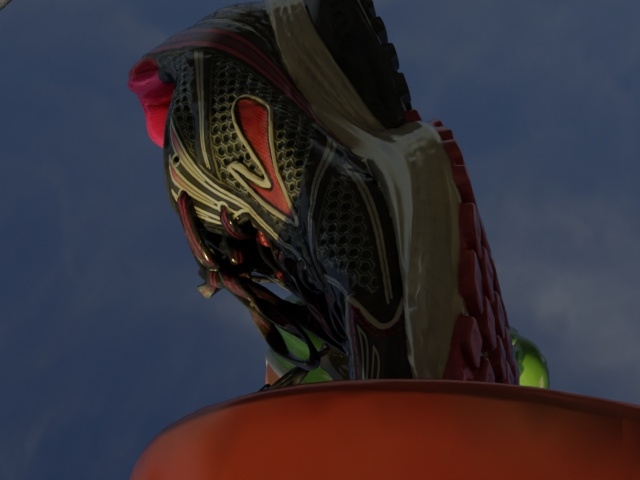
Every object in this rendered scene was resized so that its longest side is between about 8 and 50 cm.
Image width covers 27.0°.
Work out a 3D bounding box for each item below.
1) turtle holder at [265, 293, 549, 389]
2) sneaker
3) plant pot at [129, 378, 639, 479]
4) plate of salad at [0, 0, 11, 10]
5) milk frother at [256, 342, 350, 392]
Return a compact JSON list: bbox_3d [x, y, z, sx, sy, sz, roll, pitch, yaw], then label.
[{"bbox_3d":[0.084,0.159,1.407,0.243,0.227,0.320,24,-164,35],"label":"turtle holder"},{"bbox_3d":[0.000,0.000,0.529,0.112,0.121,0.299,-19,-143,-3],"label":"sneaker"},{"bbox_3d":[0.044,0.208,0.378,0.275,0.275,0.243,13,-122,2],"label":"plant pot"},{"bbox_3d":[-0.190,-0.162,0.495,0.200,0.200,0.048,20,-145,8],"label":"plate of salad"},{"bbox_3d":[0.036,0.139,1.068,0.143,0.129,0.134,-42,-120,9],"label":"milk frother"}]
